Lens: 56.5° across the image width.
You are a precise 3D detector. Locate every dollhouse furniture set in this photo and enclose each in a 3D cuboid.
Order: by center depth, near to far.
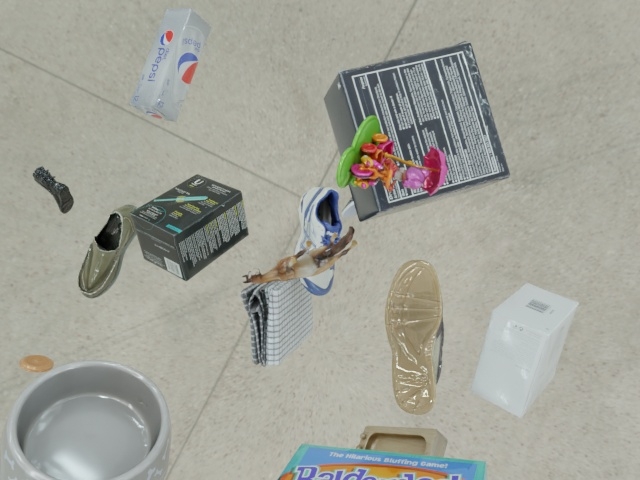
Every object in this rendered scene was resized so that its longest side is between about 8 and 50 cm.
[{"bbox_3d":[0.053,0.258,0.659,0.123,0.144,0.151,45,53,-26],"label":"dollhouse furniture set"}]

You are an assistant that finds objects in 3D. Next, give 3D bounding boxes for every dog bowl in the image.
[{"bbox_3d":[-0.470,0.393,1.219,0.348,0.102,0.349,13,36,-10],"label":"dog bowl"}]

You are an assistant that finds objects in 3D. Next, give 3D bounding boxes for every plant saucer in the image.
[{"bbox_3d":[-0.745,0.321,1.565,0.083,0.083,0.013,17,102,3],"label":"plant saucer"}]

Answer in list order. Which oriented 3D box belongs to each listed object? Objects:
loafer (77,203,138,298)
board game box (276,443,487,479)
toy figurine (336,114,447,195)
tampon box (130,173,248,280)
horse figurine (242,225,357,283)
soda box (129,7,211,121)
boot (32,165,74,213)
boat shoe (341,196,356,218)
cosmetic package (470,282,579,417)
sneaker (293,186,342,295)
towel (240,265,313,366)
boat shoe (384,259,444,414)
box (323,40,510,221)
[{"bbox_3d":[-0.520,0.023,1.426,0.094,0.087,0.251,28,95,12],"label":"loafer"},{"bbox_3d":[0.025,0.217,0.402,0.160,0.210,0.047,-2,101,19],"label":"board game box"},{"bbox_3d":[0.135,-0.126,1.018,0.159,0.130,0.173,19,37,22],"label":"toy figurine"},{"bbox_3d":[-0.230,-0.028,1.067,0.120,0.102,0.161,23,44,31],"label":"tampon box"},{"bbox_3d":[-0.027,0.042,1.347,0.263,0.174,0.066,-18,75,-38],"label":"horse figurine"},{"bbox_3d":[-0.394,-0.464,1.576,0.098,0.091,0.287,12,80,33],"label":"soda box"},{"bbox_3d":[-0.712,-0.135,1.584,0.099,0.121,0.045,34,57,9],"label":"boot"},{"bbox_3d":[0.119,-0.129,1.918,0.142,0.049,0.040,-43,50,1],"label":"boat shoe"},{"bbox_3d":[0.481,0.252,1.408,0.138,0.224,0.225,22,116,33],"label":"cosmetic package"},{"bbox_3d":[0.000,0.000,1.599,0.111,0.131,0.297,-2,86,-29],"label":"sneaker"},{"bbox_3d":[-0.119,0.207,1.717,0.121,0.283,0.235,5,107,20],"label":"towel"},{"bbox_3d":[0.178,0.172,1.098,0.102,0.092,0.286,-1,98,16],"label":"boat shoe"},{"bbox_3d":[0.193,-0.224,1.264,0.293,0.182,0.297,-15,88,-13],"label":"box"}]
